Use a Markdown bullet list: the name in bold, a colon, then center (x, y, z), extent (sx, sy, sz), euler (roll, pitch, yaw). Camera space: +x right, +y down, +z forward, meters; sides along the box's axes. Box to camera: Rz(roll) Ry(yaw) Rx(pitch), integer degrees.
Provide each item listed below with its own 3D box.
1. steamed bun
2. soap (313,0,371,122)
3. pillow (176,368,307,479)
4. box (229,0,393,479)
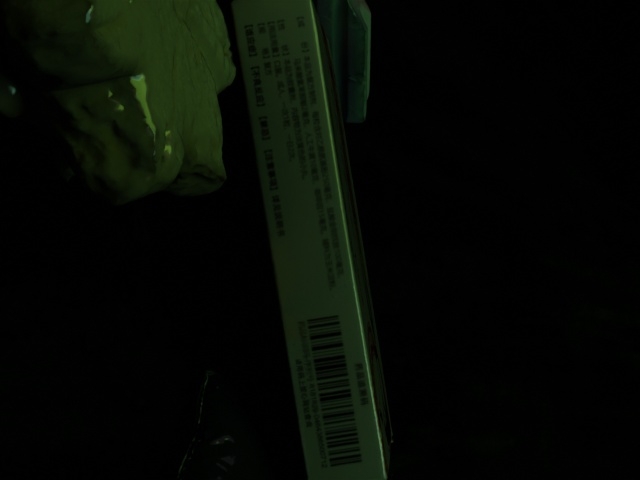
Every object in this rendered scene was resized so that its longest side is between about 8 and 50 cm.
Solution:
- **steamed bun**: center (-0.147, -0.156, 0.782), extent (0.292, 0.137, 0.295), euler (-80, 163, -59)
- **soap**: center (-0.006, -0.180, 1.123), extent (0.056, 0.100, 0.149), euler (-81, 171, -50)
- **pillow**: center (-0.062, 0.202, 0.874), extent (0.141, 0.055, 0.208), euler (53, 32, -25)
- **box**: center (0.000, 0.000, 0.982), extent (0.214, 0.069, 0.353), euler (5, 78, -86)
